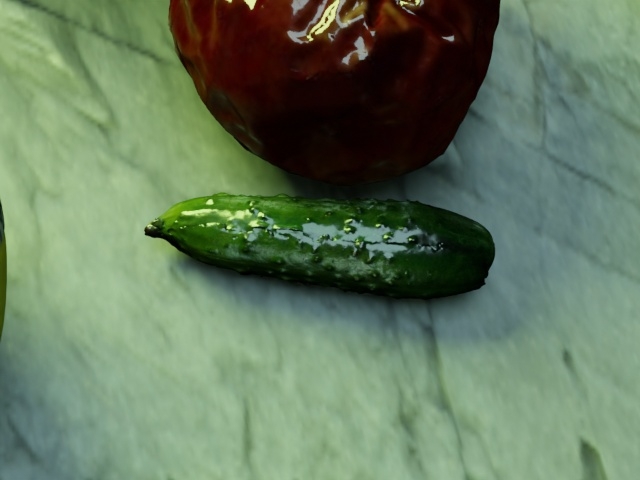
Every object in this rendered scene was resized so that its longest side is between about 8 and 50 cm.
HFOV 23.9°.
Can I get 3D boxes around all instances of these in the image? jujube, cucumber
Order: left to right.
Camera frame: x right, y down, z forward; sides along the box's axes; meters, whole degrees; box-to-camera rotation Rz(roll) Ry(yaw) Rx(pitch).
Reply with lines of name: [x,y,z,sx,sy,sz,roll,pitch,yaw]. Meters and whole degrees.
cucumber: [0.000,0.000,0.978,0.227,0.069,0.069,6,66,-1]
jujube: [0.007,-0.157,0.981,0.213,0.213,0.232,8,61,-2]

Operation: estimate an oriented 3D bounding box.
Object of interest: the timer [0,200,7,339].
timer: [-0.304,0.066,0.845,0.285,0.285,0.285,2,66,-5]
